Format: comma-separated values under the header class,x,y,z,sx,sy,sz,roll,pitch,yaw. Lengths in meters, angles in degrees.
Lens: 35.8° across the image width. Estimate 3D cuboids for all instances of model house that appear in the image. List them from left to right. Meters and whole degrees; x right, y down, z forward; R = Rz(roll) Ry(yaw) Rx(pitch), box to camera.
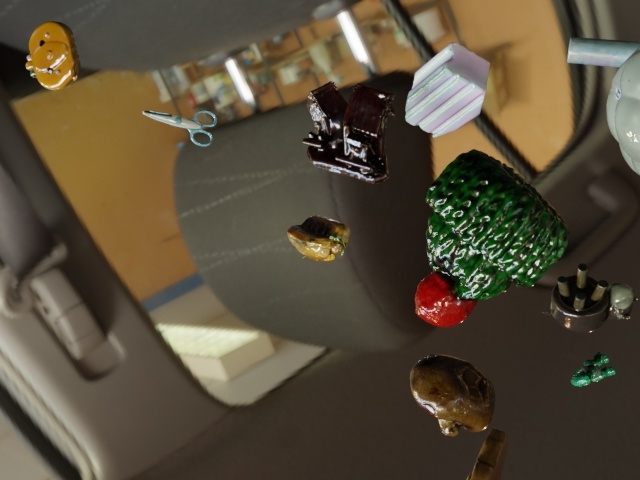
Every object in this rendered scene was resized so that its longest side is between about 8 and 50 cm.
class,x,y,z,sx,sy,sz,roll,pitch,yaw
model house,0.052,-0.222,1.913,0.203,0.164,0.141,14,-133,28

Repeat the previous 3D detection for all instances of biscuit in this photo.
class,x,y,z,sx,sy,sz,roll,pitch,yaw
biscuit,-0.670,-0.453,2.448,0.170,0.170,0.050,-17,180,31
biscuit,0.236,0.433,1.544,0.044,0.186,0.295,14,-127,17

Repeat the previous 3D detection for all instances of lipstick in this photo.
class,x,y,z,sx,sy,sz,roll,pitch,yaw
lipstick,0.516,-0.328,1.740,0.158,0.048,0.048,7,-160,11

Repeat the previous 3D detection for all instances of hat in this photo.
class,x,y,z,sx,sy,sz,roll,pitch,yaw
hat,0.281,0.018,1.876,0.332,0.242,0.274,-52,-140,13

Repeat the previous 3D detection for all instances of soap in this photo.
class,x,y,z,sx,sy,sz,roll,pitch,yaw
soap,0.183,-0.213,1.435,0.149,0.100,0.056,-36,-148,57

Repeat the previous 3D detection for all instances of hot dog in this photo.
class,x,y,z,sx,sy,sz,roll,pitch,yaw
hot dog,0.000,0.000,2.106,0.104,0.076,0.250,-31,-163,-14

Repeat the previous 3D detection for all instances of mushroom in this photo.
class,x,y,z,sx,sy,sz,roll,pitch,yaw
mushroom,0.314,0.345,2.298,0.138,0.194,0.231,-33,144,33

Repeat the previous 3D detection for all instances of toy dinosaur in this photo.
class,x,y,z,sx,sy,sz,roll,pitch,yaw
toy dinosaur,0.600,0.296,2.221,0.096,0.059,0.132,-25,176,-5

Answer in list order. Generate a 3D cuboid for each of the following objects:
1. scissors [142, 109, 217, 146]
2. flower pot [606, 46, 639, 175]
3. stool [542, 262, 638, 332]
class,x,y,z,sx,sy,sz,roll,pitch,yaw
scissors,-0.220,-0.184,1.546,0.119,0.058,0.014,11,178,-24
flower pot,0.516,-0.183,1.356,0.246,0.195,0.246,-24,154,-13
stool,0.602,0.128,2.186,0.217,0.121,0.125,-3,-137,0
